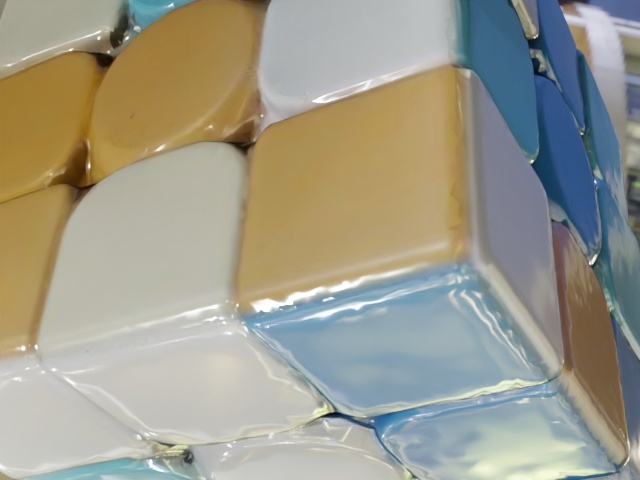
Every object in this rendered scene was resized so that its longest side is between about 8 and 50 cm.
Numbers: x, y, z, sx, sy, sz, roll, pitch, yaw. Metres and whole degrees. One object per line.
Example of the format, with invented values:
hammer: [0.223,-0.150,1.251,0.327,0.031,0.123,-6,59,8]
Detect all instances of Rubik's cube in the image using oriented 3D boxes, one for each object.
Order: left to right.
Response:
Rubik's cube: [0.000,0.000,0.698,0.346,0.347,0.344,48,37,-45]
